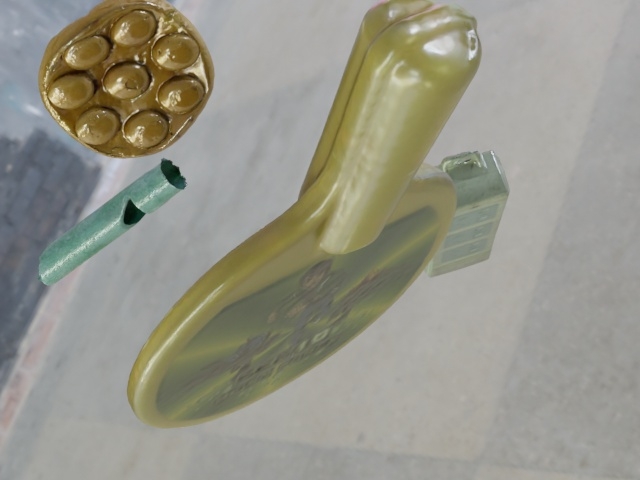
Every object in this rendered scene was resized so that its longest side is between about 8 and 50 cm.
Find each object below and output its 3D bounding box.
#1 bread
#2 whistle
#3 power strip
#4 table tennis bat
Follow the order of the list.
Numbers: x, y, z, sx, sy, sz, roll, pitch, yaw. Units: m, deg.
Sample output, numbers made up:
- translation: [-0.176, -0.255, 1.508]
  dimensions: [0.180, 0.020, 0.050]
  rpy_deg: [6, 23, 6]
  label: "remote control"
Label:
- translation: [-0.120, -0.101, 0.775]
  dimensions: [0.110, 0.110, 0.024]
  rpy_deg: [-50, 28, 19]
  label: "bread"
- translation: [-0.212, -0.016, 1.233]
  dimensions: [0.186, 0.039, 0.039]
  rpy_deg: [-33, 35, 22]
  label: "whistle"
- translation: [0.138, -0.022, 1.241]
  dimensions: [0.272, 0.078, 0.052]
  rpy_deg: [82, 170, -75]
  label: "power strip"
- translation: [0.000, 0.000, 0.610]
  dimensions: [0.050, 0.198, 0.321]
  rpy_deg: [53, 147, 19]
  label: "table tennis bat"
